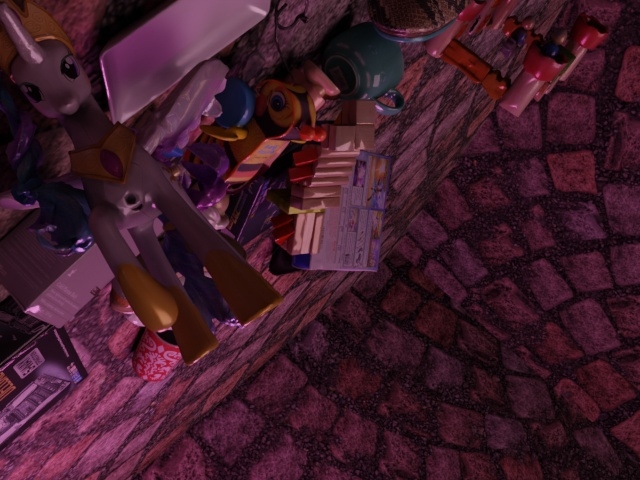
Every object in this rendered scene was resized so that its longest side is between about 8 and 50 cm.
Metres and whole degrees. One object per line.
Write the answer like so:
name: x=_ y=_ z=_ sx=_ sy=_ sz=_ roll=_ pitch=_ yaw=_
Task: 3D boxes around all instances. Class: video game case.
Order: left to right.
video game case: x=0.049 y=-0.069 z=1.715 sx=0.244 sy=0.061 sz=0.270 roll=4 pitch=93 yaw=-49

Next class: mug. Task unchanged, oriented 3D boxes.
mug: x=-0.328 y=0.218 z=1.690 sx=0.150 sy=0.113 sz=0.169 roll=-33 pitch=164 yaw=-48
mug: x=0.075 y=-0.295 z=1.345 sx=0.097 sy=0.157 sz=0.129 roll=-35 pitch=148 yaw=-36

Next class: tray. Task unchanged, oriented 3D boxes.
tray: x=-0.159 y=-0.257 z=0.929 sx=0.270 sy=0.030 sz=0.145 roll=-43 pitch=167 yaw=-23

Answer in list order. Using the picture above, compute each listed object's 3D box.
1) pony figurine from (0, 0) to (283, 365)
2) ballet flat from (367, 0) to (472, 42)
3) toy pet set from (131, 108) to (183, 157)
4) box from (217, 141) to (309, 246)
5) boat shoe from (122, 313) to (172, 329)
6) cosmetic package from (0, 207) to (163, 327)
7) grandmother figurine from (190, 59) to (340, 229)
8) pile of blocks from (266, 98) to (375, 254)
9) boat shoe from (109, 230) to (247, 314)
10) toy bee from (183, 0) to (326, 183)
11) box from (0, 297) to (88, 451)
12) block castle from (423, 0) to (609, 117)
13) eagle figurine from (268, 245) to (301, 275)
pony figurine: x=-0.182 y=-0.058 z=0.793 sx=0.302 sy=0.363 sz=0.351 roll=-35 pitch=178 yaw=-3
ballet flat: x=0.212 y=-0.480 z=1.333 sx=0.483 sy=0.164 sz=0.182 roll=-42 pitch=147 yaw=-53
toy pet set: x=-0.200 y=-0.141 z=1.068 sx=0.122 sy=0.065 sz=0.114 roll=-49 pitch=169 yaw=4
box: x=-0.109 y=-0.098 z=1.566 sx=0.183 sy=0.059 sz=0.233 roll=-38 pitch=165 yaw=-44
boat shoe: x=-0.306 y=0.120 z=1.513 sx=0.081 sy=0.079 sz=0.227 roll=-45 pitch=166 yaw=7
cosmetic package: x=-0.306 y=-0.009 z=1.027 sx=0.238 sy=0.107 sz=0.127 roll=-43 pitch=165 yaw=-9
grandmother figurine: x=-0.112 y=-0.147 z=1.309 sx=0.342 sy=0.104 sz=0.208 roll=-46 pitch=172 yaw=3
pile of blocks: x=-0.028 y=-0.122 z=1.395 sx=0.112 sy=0.149 sz=0.362 roll=-6 pitch=139 yaw=-35
boat shoe: x=-0.261 y=0.054 z=1.414 sx=0.302 sy=0.113 sz=0.103 roll=-12 pitch=145 yaw=-54
toy bee: x=-0.079 y=-0.168 z=1.083 sx=0.195 sy=0.162 sz=0.298 roll=-23 pitch=153 yaw=-35
box: x=-0.489 y=0.222 z=1.177 sx=0.242 sy=0.076 sz=0.307 roll=-43 pitch=168 yaw=-24
block castle: x=0.460 y=-0.489 z=1.763 sx=0.453 sy=0.303 sz=0.213 roll=-36 pitch=162 yaw=-50
eagle figurine: x=0.002 y=-0.009 z=1.968 sx=0.298 sy=0.226 sz=0.225 roll=106 pitch=8 yaw=-55
